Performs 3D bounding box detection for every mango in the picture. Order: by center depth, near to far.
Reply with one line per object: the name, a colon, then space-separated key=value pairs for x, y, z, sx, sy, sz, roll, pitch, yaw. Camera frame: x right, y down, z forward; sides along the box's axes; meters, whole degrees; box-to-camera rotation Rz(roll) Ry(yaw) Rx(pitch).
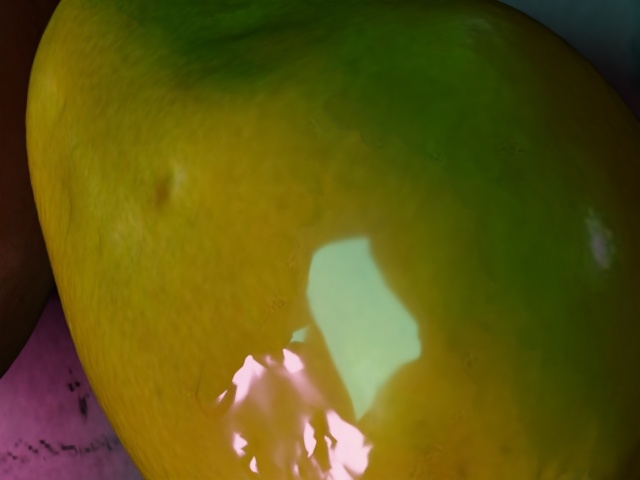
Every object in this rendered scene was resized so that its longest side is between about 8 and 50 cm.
mango: x=0.001 y=0.009 z=0.532 sx=0.273 sy=0.149 sz=0.185 roll=25 pitch=114 yaw=51

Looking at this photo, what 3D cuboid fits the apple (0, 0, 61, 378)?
apple: x=-0.221 y=-0.040 z=0.715 sx=0.242 sy=0.242 sz=0.241 roll=13 pitch=100 yaw=47
